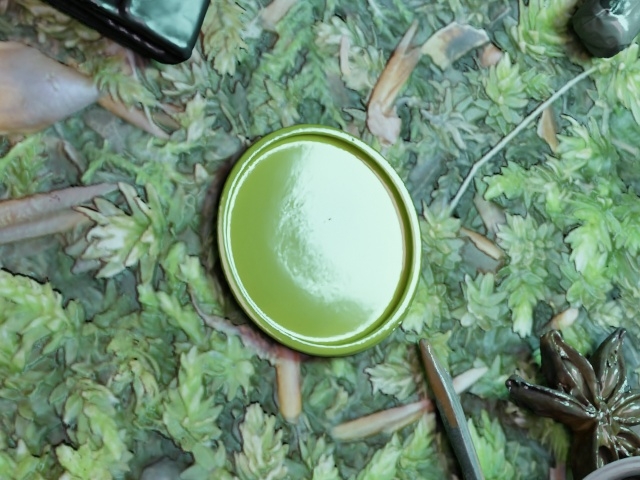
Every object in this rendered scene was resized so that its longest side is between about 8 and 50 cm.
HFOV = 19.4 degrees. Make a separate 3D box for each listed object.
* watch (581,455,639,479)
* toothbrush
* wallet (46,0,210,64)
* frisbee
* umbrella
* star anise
[{"bbox_3d":[0.300,0.324,1.813,0.244,0.196,0.231,0,84,9],"label":"watch"},{"bbox_3d":[0.169,0.274,1.886,0.375,0.037,0.028,70,18,0],"label":"toothbrush"},{"bbox_3d":[-0.158,-0.390,1.802,0.228,0.062,0.406,28,68,-23],"label":"wallet"},{"bbox_3d":[0.000,0.000,1.847,0.236,0.017,0.236,6,77,-29],"label":"frisbee"},{"bbox_3d":[0.394,-0.330,2.114,0.337,0.067,0.073,-50,119,-28],"label":"umbrella"},{"bbox_3d":[0.289,0.181,1.961,0.172,0.063,0.208,-40,98,-34],"label":"star anise"}]
